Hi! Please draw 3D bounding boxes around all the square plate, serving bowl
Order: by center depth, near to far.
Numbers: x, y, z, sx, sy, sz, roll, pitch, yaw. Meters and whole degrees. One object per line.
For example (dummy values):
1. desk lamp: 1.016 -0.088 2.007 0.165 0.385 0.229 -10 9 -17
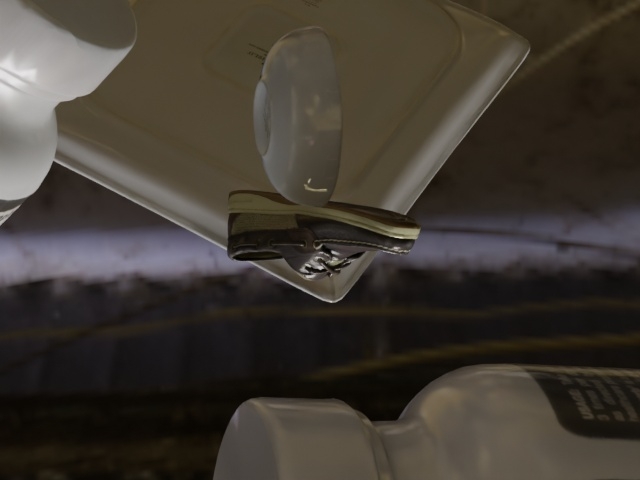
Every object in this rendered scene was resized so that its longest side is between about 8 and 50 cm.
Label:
1. serving bowl: -0.014 -0.056 0.869 0.027 0.083 0.083 -2 -137 -16
2. square plate: -0.045 -0.146 1.637 0.347 0.049 0.344 27 -123 17

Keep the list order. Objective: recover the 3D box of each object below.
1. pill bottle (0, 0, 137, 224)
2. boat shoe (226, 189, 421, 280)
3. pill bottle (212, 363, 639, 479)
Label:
1. pill bottle: -0.228 -0.046 0.912 0.278 0.162 0.162 -43 -137 19
2. boat shoe: 0.000 0.000 1.148 0.056 0.049 0.152 8 -179 -40
3. pill bottle: 0.140 0.161 0.860 0.363 0.210 0.210 4 -138 -14
